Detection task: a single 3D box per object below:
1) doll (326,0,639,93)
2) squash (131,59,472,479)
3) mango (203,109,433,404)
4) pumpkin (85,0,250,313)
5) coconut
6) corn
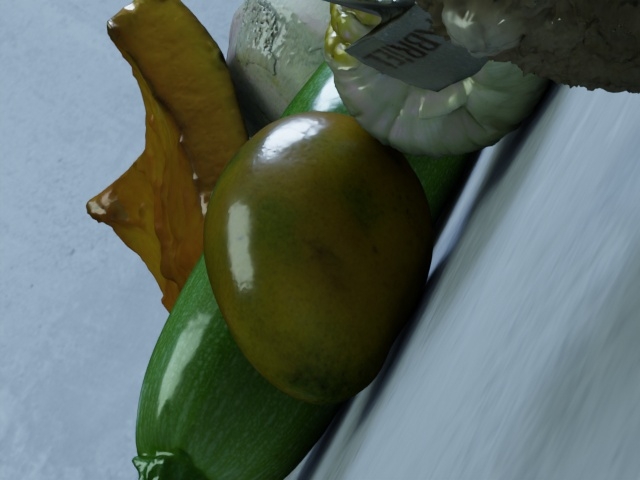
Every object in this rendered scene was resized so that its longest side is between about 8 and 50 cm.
[{"bbox_3d":[0.070,-0.095,0.495,0.115,0.105,0.221,-16,-26,-32],"label":"doll"},{"bbox_3d":[0.000,0.000,1.057,0.395,0.107,0.107,-59,1,-34],"label":"squash"},{"bbox_3d":[-0.004,0.004,0.924,0.089,0.111,0.163,-57,0,35],"label":"mango"},{"bbox_3d":[-0.075,0.013,1.256,0.258,0.095,0.290,99,155,-56],"label":"pumpkin"},{"bbox_3d":[0.037,-0.120,1.269,0.183,0.171,0.171,-36,-7,-20],"label":"coconut"},{"bbox_3d":[0.087,-0.142,0.994,0.305,0.122,0.123,-58,-29,-55],"label":"corn"}]
